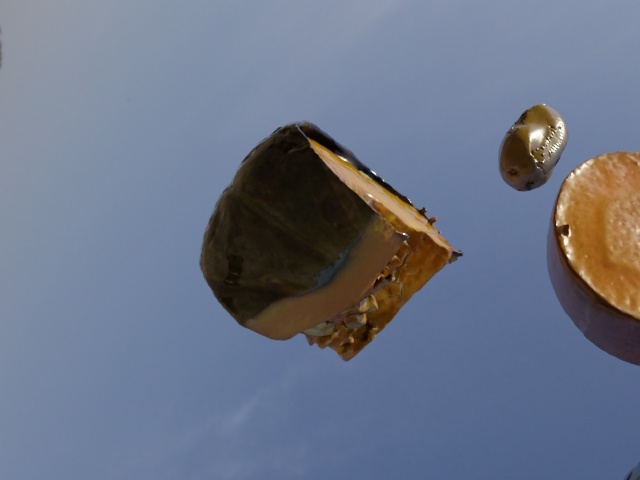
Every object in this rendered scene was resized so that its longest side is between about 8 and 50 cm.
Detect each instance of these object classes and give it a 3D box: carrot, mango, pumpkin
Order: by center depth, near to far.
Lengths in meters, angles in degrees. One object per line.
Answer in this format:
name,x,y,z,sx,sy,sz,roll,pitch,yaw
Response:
pumpkin,0.000,0.000,0.991,0.225,0.303,0.256,-49,-129,7
carrot,0.416,0.007,1.040,0.100,0.258,0.307,97,9,-56
mango,0.516,-0.231,1.992,0.151,0.156,0.249,5,-123,42

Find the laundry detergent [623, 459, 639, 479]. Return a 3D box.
laundry detergent,0.542,0.370,1.311,0.096,0.061,0.206,-39,153,-47
